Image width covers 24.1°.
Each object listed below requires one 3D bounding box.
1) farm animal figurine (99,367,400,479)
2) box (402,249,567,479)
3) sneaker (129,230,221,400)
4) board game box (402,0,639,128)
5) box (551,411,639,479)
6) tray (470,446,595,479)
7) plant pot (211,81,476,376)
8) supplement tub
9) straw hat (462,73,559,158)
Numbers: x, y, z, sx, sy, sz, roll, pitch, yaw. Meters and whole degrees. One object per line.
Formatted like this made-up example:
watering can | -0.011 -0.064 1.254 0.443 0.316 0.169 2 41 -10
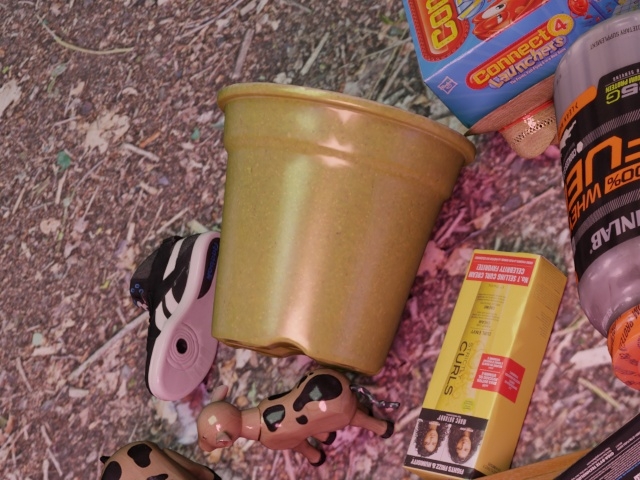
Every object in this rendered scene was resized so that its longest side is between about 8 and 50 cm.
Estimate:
farm animal figurine | -0.110 0.269 1.507 0.327 0.172 0.330 7 69 42
box | 0.161 0.126 1.451 0.087 0.058 0.232 6 69 42
sneaker | -0.180 0.094 1.748 0.121 0.079 0.216 -9 51 39
board game box | 0.232 -0.314 1.605 0.302 0.086 0.308 -33 38 20
box | 0.280 0.274 1.135 0.295 0.073 0.293 -40 42 10
tray | 0.246 0.281 1.278 0.411 0.076 0.202 -22 53 30
plant pot | 0.000 0.000 1.543 0.276 0.276 0.253 7 81 42
supplement tub | 0.315 -0.034 1.326 0.194 0.193 0.316 -22 52 28
straw hat | 0.218 -0.119 1.544 0.144 0.144 0.061 -32 87 21
